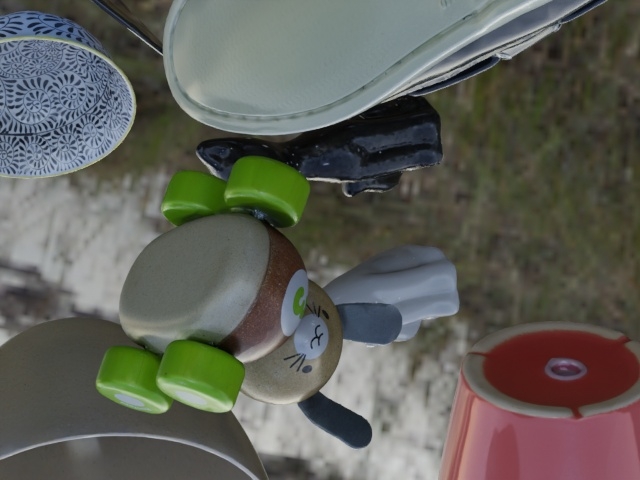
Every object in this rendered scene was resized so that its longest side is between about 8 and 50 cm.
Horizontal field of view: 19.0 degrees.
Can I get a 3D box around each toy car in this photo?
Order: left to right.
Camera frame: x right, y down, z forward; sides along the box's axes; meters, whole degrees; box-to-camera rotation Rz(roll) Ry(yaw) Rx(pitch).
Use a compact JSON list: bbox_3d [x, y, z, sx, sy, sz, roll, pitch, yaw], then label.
[{"bbox_3d":[-0.024,0.059,1.240,0.188,0.155,0.149,30,159,-30],"label":"toy car"}]

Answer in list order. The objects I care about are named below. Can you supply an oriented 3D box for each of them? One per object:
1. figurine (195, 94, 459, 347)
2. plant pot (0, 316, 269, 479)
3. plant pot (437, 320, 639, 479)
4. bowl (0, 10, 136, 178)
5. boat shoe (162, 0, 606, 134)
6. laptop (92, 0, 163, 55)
[{"bbox_3d":[0.000,0.000,1.575,0.209,0.215,0.092,-14,-167,-31],"label":"figurine"},{"bbox_3d":[-0.186,0.172,1.486,0.284,0.191,0.284,-8,134,-8],"label":"plant pot"},{"bbox_3d":[0.239,0.229,1.913,0.275,0.275,0.243,4,115,13],"label":"plant pot"},{"bbox_3d":[-0.238,-0.135,1.568,0.170,0.080,0.170,-7,143,-5],"label":"bowl"},{"bbox_3d":[0.059,-0.142,1.046,0.340,0.127,0.113,-26,167,39],"label":"boat shoe"},{"bbox_3d":[-0.377,-0.232,1.441,0.408,0.382,0.236,-22,125,-16],"label":"laptop"}]
